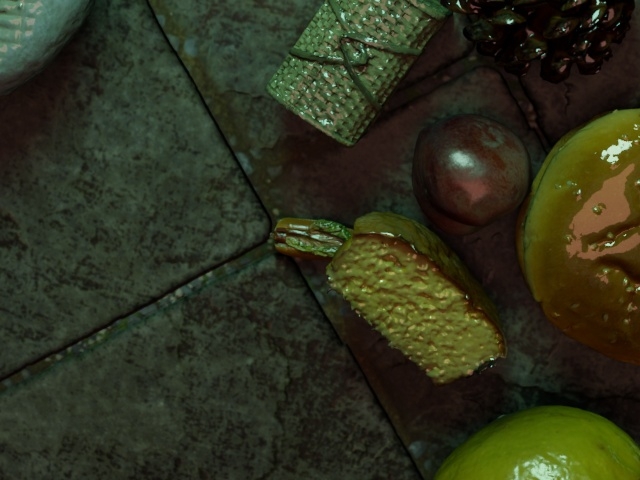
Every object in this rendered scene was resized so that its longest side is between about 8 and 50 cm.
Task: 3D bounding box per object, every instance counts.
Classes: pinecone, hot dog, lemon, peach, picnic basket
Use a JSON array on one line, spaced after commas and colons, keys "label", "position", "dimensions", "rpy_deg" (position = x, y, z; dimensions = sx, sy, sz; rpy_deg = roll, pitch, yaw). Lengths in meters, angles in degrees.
[{"label": "pinecone", "position": [0.262, -0.276, 1.554], "dimensions": [0.222, 0.221, 0.221], "rpy_deg": [2, 103, 7]}, {"label": "hot dog", "position": [0.000, 0.000, 1.733], "dimensions": [0.133, 0.041, 0.056], "rpy_deg": [7, 104, 6]}, {"label": "lemon", "position": [0.273, 0.346, 1.655], "dimensions": [0.297, 0.297, 0.297], "rpy_deg": [2, 103, 7]}, {"label": "peach", "position": [0.172, -0.082, 1.645], "dimensions": [0.152, 0.152, 0.152], "rpy_deg": [2, 103, 7]}, {"label": "picnic basket", "position": [0.046, -0.226, 1.617], "dimensions": [0.134, 0.154, 0.196], "rpy_deg": [36, 104, -2]}]

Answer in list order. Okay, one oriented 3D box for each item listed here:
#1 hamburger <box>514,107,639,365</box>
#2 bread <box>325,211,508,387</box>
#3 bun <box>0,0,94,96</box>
[{"label": "hamburger", "position": [0.388, -0.010, 1.615], "dimensions": [0.290, 0.170, 0.314], "rpy_deg": [22, 104, -4]}, {"label": "bread", "position": [0.117, 0.053, 1.682], "dimensions": [0.129, 0.134, 0.260], "rpy_deg": [-36, 112, 24]}, {"label": "bun", "position": [-0.425, -0.342, 1.625], "dimensions": [0.362, 0.211, 0.361], "rpy_deg": [1, 101, 5]}]
